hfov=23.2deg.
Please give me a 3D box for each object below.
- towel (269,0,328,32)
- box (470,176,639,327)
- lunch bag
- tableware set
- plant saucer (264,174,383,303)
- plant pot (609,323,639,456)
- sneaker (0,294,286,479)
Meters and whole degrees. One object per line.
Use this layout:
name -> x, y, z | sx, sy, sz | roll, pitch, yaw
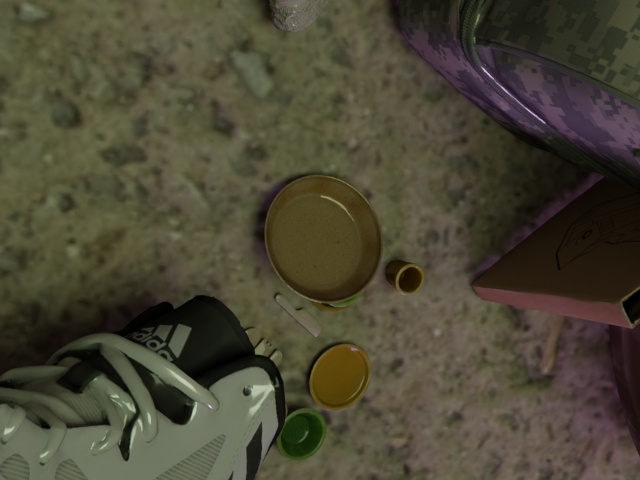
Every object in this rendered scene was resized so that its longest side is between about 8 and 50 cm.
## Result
towel -> 0.020, -0.194, 0.918 | 0.027, 0.110, 0.148 | 39, 79, 13
box -> 0.205, -0.006, 1.012 | 0.164, 0.201, 0.021 | -35, 104, -15
lunch bag -> 0.230, -0.172, 0.943 | 0.212, 0.256, 0.305 | 37, 86, -32
tableware set -> 0.008, 0.068, 1.029 | 0.154, 0.024, 0.104 | -49, 122, -8
plant saucer -> 0.000, 0.000, 0.995 | 0.083, 0.015, 0.083 | 5, 77, -24
plant pot -> 0.366, 0.069, 1.091 | 0.280, 0.323, 0.323 | -9, 110, -8
sneaker -> -0.171, 0.090, 0.830 | 0.257, 0.169, 0.447 | -53, 148, -18
